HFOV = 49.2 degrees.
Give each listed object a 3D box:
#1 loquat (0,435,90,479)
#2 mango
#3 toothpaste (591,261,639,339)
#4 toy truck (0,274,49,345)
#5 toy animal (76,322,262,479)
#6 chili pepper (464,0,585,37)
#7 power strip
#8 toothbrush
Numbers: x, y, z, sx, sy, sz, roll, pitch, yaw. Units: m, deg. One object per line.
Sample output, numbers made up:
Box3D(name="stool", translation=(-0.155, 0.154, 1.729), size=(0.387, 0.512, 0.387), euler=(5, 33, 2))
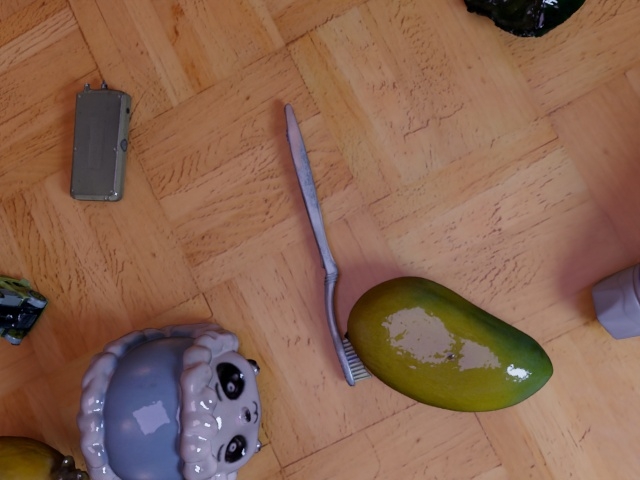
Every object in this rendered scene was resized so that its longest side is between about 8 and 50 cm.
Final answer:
Box3D(name="loquat", translation=(-0.375, 0.331, 0.843), size=(0.246, 0.213, 0.213), euler=(-31, 80, 11))
Box3D(name="mango", translation=(0.145, 0.132, 0.828), size=(0.237, 0.091, 0.137), euler=(31, 96, 12))
Box3D(name="toothpaste", translation=(0.451, 0.020, 0.683), size=(0.371, 0.080, 0.125), euler=(-29, 100, 46))
Box3D(name="toy truck", translation=(-0.442, 0.076, 0.900), size=(0.100, 0.169, 0.077), euler=(35, 93, 18))
Box3D(name="toy animal", translation=(-0.178, 0.209, 0.845), size=(0.204, 0.156, 0.208), euler=(-1, 87, 14))
Box3D(name="chili pepper", translation=(0.247, -0.367, 0.862), size=(0.148, 0.116, 0.264), euler=(-12, 82, -3))
Box3D(name="power strip", translation=(-0.303, -0.138, 0.967), size=(0.076, 0.028, 0.169), euler=(3, 86, 11))
Box3D(name="toothbrush", translation=(0.000, 0.000, 0.898), size=(0.037, 0.028, 0.375), euler=(-15, 82, 2))
